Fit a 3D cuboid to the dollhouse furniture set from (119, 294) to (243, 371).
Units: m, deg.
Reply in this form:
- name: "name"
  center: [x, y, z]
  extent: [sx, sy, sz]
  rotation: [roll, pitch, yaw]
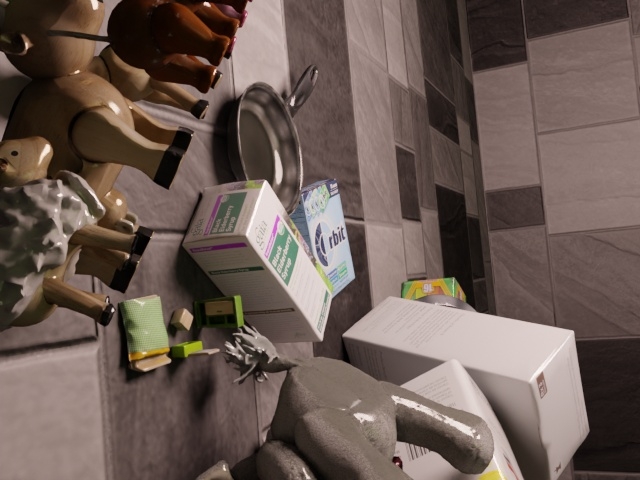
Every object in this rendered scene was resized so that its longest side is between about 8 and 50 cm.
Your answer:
- name: "dollhouse furniture set"
  center: [-0.148, 0.094, 0.733]
  extent: [0.152, 0.059, 0.076]
  rotation: [-5, 88, -66]

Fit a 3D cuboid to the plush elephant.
- name: "plush elephant"
  center: [-0.013, 0.285, 0.774]
  extent: [0.272, 0.330, 0.255]
  rotation: [-14, 126, -61]

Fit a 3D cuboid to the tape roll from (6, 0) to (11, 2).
- name: "tape roll"
  center: [-0.296, -0.338, 0.489]
  extent: [0.321, 0.077, 0.321]
  rotation: [-7, 90, -66]

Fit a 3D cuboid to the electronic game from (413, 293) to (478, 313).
- name: "electronic game"
  center: [0.255, 0.231, 1.432]
  extent: [0.048, 0.230, 0.229]
  rotation: [158, -73, -83]

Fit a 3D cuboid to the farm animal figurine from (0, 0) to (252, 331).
- name: "farm animal figurine"
  center: [-0.185, -0.112, 0.530]
  extent: [0.326, 0.172, 0.330]
  rotation: [-67, -168, 0]

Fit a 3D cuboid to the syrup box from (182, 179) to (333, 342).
- name: "syrup box"
  center: [-0.073, 0.036, 0.873]
  extent: [0.236, 0.096, 0.093]
  rotation: [60, 33, -44]

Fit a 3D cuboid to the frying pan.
- name: "frying pan"
  center: [-0.074, -0.186, 0.984]
  extent: [0.197, 0.053, 0.326]
  rotation: [47, 41, -54]

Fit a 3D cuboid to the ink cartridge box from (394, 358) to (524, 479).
- name: "ink cartridge box"
  center: [0.136, 0.387, 0.856]
  extent: [0.160, 0.279, 0.384]
  rotation: [53, 15, -29]

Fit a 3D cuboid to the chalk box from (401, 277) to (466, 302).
- name: "chalk box"
  center: [0.268, 0.212, 1.557]
  extent: [0.132, 0.133, 0.212]
  rotation: [48, 41, -54]

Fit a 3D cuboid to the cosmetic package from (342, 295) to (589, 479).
- name: "cosmetic package"
  center: [0.244, 0.247, 1.157]
  extent: [0.156, 0.385, 0.217]
  rotation: [-36, 120, -38]

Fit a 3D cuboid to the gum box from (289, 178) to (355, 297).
- name: "gum box"
  center: [0.000, 0.000, 1.115]
  extent: [0.157, 0.041, 0.184]
  rotation: [-34, 116, -64]
